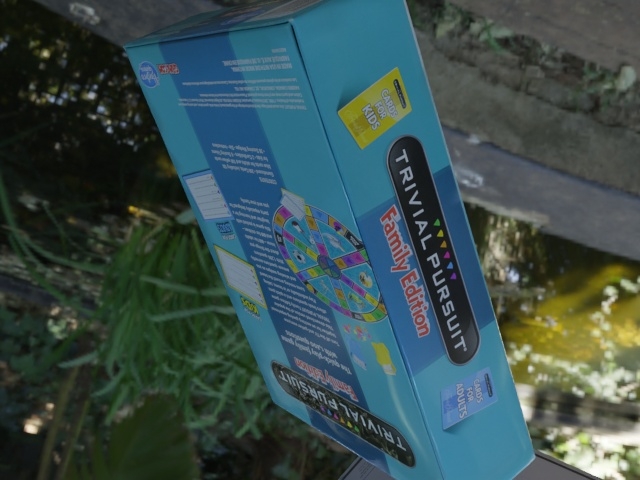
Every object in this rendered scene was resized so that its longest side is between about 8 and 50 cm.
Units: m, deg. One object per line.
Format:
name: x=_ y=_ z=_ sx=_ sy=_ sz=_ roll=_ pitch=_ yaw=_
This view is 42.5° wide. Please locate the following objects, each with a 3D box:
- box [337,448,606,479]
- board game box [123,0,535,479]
box: x=0.163 y=0.272 z=0.752 sx=0.290 sy=0.169 sz=0.087 roll=19 pitch=134 yaw=38
board game box: x=0.000 y=0.000 z=0.591 sx=0.253 sy=0.079 sz=0.336 roll=16 pitch=131 yaw=56
